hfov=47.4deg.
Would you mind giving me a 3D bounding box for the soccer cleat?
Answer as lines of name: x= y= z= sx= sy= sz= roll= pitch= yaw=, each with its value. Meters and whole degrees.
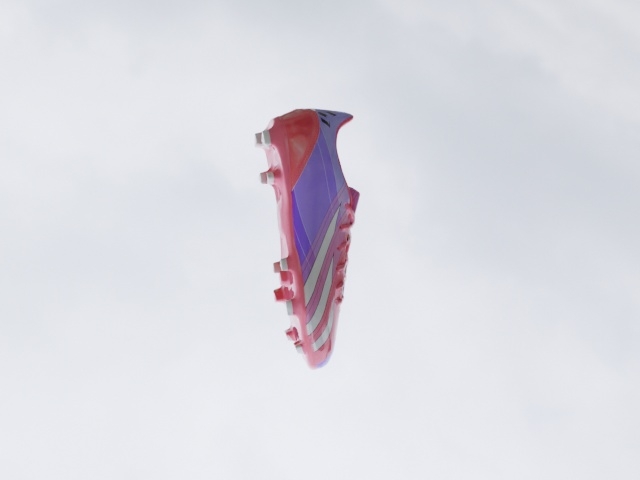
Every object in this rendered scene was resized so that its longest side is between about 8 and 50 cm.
soccer cleat: x=0.000 y=0.000 z=0.686 sx=0.095 sy=0.248 sz=0.083 roll=-10 pitch=-171 yaw=-13
